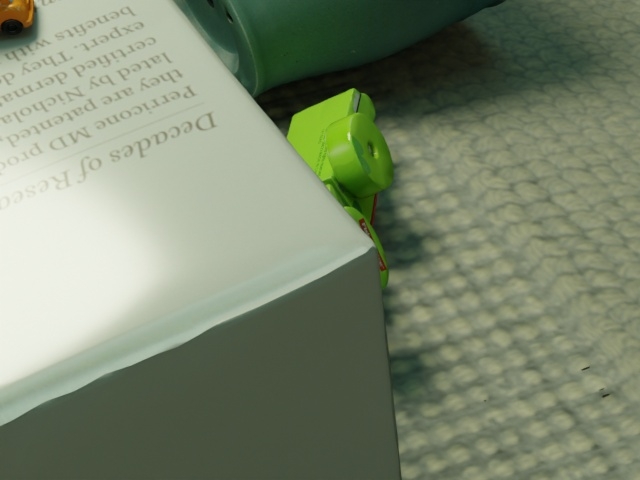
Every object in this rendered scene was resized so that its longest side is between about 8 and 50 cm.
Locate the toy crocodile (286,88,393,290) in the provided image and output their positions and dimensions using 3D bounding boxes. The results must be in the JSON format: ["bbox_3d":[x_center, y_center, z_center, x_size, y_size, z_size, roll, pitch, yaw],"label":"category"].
[{"bbox_3d":[0.000,0.000,1.352,0.115,0.105,0.340,-25,30,21],"label":"toy crocodile"}]

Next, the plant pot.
[{"bbox_3d":[-0.009,-0.261,1.542,0.255,0.272,0.271,-33,52,-16],"label":"plant pot"}]

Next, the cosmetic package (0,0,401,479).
[{"bbox_3d":[-0.188,0.058,1.065,0.327,0.329,0.394,-25,49,-16],"label":"cosmetic package"}]

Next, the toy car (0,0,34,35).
[{"bbox_3d":[-0.181,-0.163,1.019,0.060,0.040,0.122,4,47,12],"label":"toy car"}]
